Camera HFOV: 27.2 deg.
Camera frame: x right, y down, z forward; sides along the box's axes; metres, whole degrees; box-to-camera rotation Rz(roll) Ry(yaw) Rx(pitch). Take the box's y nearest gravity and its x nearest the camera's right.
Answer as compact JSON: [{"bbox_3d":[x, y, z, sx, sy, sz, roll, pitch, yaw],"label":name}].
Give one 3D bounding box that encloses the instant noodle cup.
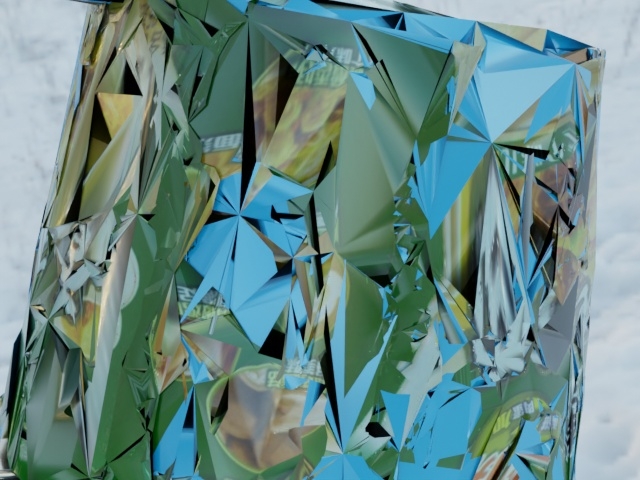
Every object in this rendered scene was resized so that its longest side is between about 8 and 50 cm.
[{"bbox_3d":[0.000,0.000,0.479,0.240,0.178,0.240,9,11,-2],"label":"instant noodle cup"}]
